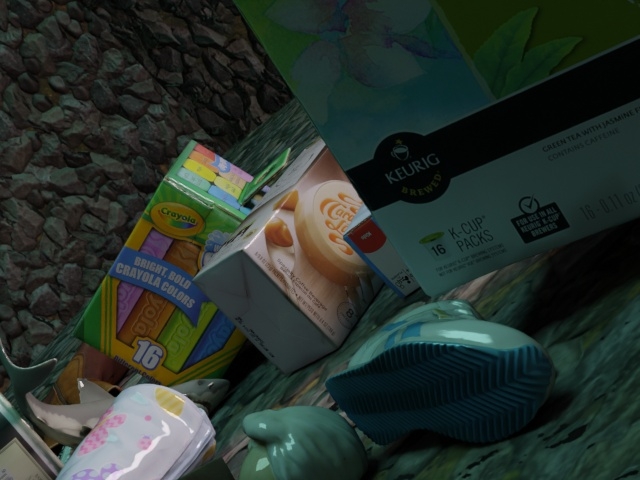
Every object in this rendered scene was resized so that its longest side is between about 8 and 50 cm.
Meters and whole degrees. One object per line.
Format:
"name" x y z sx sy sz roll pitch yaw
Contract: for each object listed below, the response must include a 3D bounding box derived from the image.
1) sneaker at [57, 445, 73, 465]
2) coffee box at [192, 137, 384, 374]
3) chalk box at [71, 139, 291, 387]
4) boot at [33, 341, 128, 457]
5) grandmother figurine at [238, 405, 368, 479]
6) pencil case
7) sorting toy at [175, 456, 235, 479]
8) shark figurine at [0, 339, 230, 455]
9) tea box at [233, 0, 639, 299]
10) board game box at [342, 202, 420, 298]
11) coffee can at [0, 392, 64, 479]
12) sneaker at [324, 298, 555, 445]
"sneaker" -0.314 0.287 1.710 0.075 0.063 0.170 -32 18 25
"coffee box" 0.000 0.000 1.431 0.098 0.141 0.246 -32 16 46
"chalk box" -0.128 0.010 1.586 0.289 0.179 0.180 -58 5 16
"boot" -0.335 0.204 2.061 0.264 0.096 0.280 -45 11 -10
"grandmother figurine" -0.108 0.245 0.994 0.342 0.104 0.208 -41 37 -3
"pencil case" -0.199 0.250 1.262 0.124 0.113 0.273 -25 19 36
"sorting toy" -0.169 0.247 0.803 0.257 0.089 0.255 -34 -7 8
"shark figurine" -0.255 0.172 1.481 0.166 0.278 0.116 -55 42 19
"tea box" 0.150 -0.187 0.915 0.329 0.323 0.220 -24 18 33
"board game box" 0.193 -0.121 1.324 0.302 0.086 0.308 -37 12 35
"coffee can" -0.407 0.300 1.463 0.275 0.201 0.201 -41 9 -15
"sneaker" 0.086 0.078 0.922 0.092 0.087 0.229 -43 11 -24
